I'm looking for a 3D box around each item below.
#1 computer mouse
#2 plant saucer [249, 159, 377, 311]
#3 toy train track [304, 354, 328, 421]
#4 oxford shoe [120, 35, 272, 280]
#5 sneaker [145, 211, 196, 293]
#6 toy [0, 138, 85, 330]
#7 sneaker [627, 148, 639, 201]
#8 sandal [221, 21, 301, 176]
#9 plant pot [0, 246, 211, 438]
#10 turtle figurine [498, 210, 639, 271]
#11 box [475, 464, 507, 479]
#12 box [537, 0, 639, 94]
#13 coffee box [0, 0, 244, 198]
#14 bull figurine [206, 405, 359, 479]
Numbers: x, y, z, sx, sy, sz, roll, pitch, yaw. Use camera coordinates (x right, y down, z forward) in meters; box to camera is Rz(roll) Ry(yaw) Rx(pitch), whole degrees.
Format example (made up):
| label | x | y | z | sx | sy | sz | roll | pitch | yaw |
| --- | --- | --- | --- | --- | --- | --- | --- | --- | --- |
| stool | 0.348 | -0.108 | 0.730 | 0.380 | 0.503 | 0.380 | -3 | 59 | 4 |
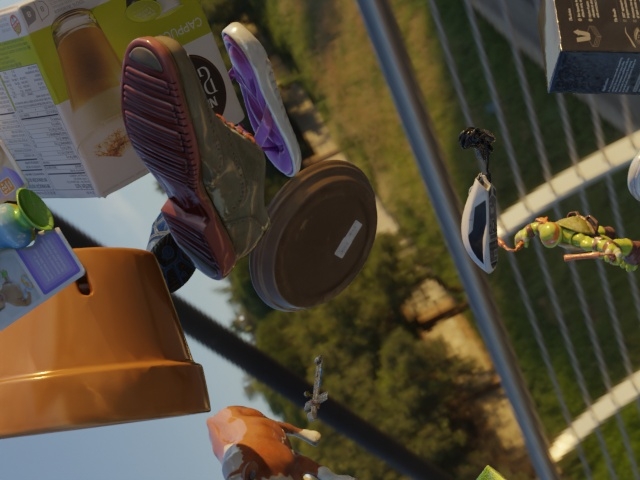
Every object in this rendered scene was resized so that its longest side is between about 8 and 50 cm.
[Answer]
| label | x | y | z | sx | sy | sz | roll | pitch | yaw |
| --- | --- | --- | --- | --- | --- | --- | --- | --- | --- |
| computer mouse | 0.206 | -0.052 | 1.306 | 0.106 | 0.042 | 0.192 | -9 | -82 | -70 |
| plant saucer | 0.000 | 0.000 | 1.659 | 0.041 | 0.278 | 0.277 | 30 | 155 | 39 |
| toy train track | -0.008 | 0.171 | 1.160 | 0.014 | 0.048 | 0.083 | 26 | -129 | -23 |
| oxford shoe | -0.142 | -0.113 | 1.198 | 0.123 | 0.130 | 0.348 | 31 | 148 | 33 |
| sneaker | -0.236 | 0.007 | 1.582 | 0.080 | 0.211 | 0.081 | 41 | 146 | -26 |
| toy | -0.333 | 0.034 | 0.840 | 0.136 | 0.237 | 0.056 | 57 | -171 | 0 |
| sneaker | 0.661 | -0.081 | 1.596 | 0.208 | 0.319 | 0.127 | 30 | 110 | 52 |
| sandal | -0.145 | -0.274 | 2.032 | 0.169 | 0.102 | 0.416 | 47 | 165 | 37 |
| plant pot | -0.286 | 0.125 | 1.191 | 0.291 | 0.291 | 0.203 | 79 | -175 | -80 |
| turtle figurine | 0.431 | -0.006 | 1.682 | 0.270 | 0.217 | 0.087 | 11 | 92 | 53 |
| box | 0.234 | 0.435 | 1.462 | 0.042 | 0.178 | 0.109 | 38 | 178 | -33 |
| box | 0.411 | -0.301 | 1.452 | 0.093 | 0.158 | 0.155 | 92 | 179 | -56 |
| coffee box | -0.404 | -0.287 | 1.762 | 0.338 | 0.338 | 0.334 | 2 | 119 | 48 |
| bull figurine | -0.066 | 0.305 | 1.329 | 0.188 | 0.101 | 0.310 | 23 | -173 | -19 |
